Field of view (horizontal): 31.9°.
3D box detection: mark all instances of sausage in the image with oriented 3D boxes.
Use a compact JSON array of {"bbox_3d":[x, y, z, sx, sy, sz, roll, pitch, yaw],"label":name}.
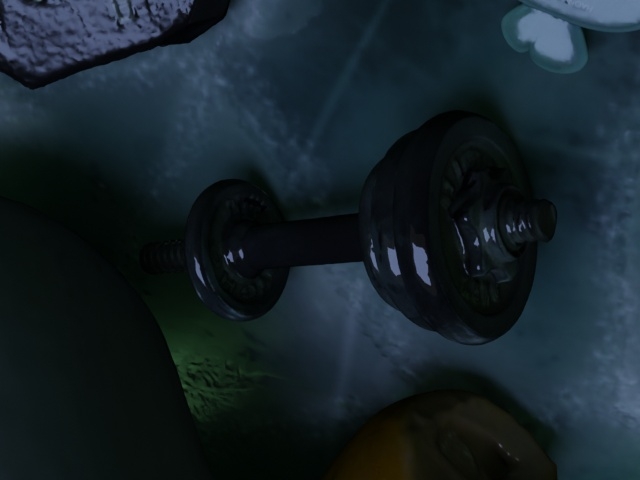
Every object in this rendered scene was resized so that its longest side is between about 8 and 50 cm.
[{"bbox_3d":[0.015,0.230,0.694,0.116,0.134,0.354,45,130,19],"label":"sausage"}]

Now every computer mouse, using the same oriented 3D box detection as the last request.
[{"bbox_3d":[-0.120,-0.136,0.574,0.172,0.057,0.099,-6,116,17],"label":"computer mouse"}]

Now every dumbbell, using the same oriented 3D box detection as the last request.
[{"bbox_3d":[0.000,0.000,0.575,0.254,0.110,0.110,-5,118,37],"label":"dumbbell"}]

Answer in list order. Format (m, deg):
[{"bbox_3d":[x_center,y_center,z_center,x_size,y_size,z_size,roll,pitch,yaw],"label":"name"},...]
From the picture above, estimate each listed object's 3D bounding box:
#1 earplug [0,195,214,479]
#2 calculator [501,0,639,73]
[{"bbox_3d":[-0.209,0.173,0.613,0.312,0.312,0.394,-37,66,38],"label":"earplug"},{"bbox_3d":[0.117,-0.142,0.469,0.095,0.021,0.153,25,128,11],"label":"calculator"}]
